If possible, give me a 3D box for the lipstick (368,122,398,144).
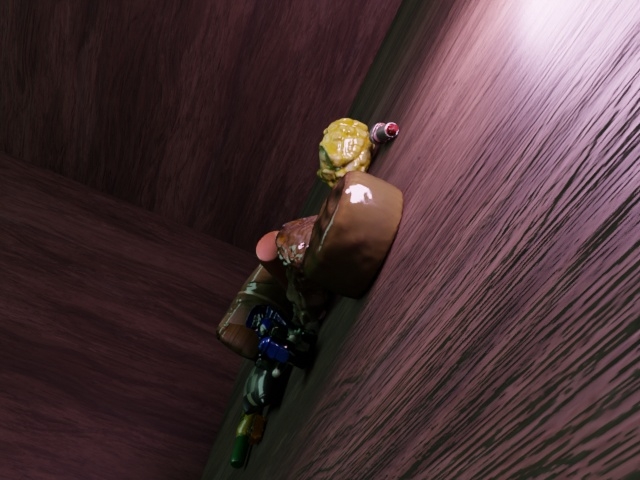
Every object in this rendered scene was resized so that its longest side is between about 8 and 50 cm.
[{"bbox_3d":[0.197,-0.322,1.726,0.186,0.057,0.063,-154,87,-78],"label":"lipstick"}]

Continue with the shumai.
[{"bbox_3d":[0.009,0.081,1.624,0.346,0.217,0.283,-49,-47,-71],"label":"shumai"}]

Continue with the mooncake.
[{"bbox_3d":[0.065,-0.018,1.321,0.284,0.156,0.284,-155,90,-84],"label":"mooncake"}]

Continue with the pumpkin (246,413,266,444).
[{"bbox_3d":[-0.209,0.605,1.850,0.074,0.054,0.083,114,170,-49],"label":"pumpkin"}]

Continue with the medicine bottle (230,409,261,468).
[{"bbox_3d":[-0.257,0.661,1.994,0.260,0.064,0.095,-78,13,-55],"label":"medicine bottle"}]

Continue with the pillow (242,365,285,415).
[{"bbox_3d":[-0.178,0.458,1.862,0.250,0.106,0.186,-47,21,60],"label":"pillow"}]

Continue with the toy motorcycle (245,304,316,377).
[{"bbox_3d":[-0.119,0.267,1.637,0.331,0.196,0.125,-106,40,-82],"label":"toy motorcycle"}]

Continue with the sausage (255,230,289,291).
[{"bbox_3d":[-0.089,0.091,1.802,0.304,0.121,0.121,53,-131,-49],"label":"sausage"}]

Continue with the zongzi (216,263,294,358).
[{"bbox_3d":[-0.154,0.224,2.111,0.467,0.218,0.500,-56,-10,-13],"label":"zongzi"}]

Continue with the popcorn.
[{"bbox_3d":[0.080,-0.287,1.955,0.255,0.195,0.256,-68,-14,-60],"label":"popcorn"}]
